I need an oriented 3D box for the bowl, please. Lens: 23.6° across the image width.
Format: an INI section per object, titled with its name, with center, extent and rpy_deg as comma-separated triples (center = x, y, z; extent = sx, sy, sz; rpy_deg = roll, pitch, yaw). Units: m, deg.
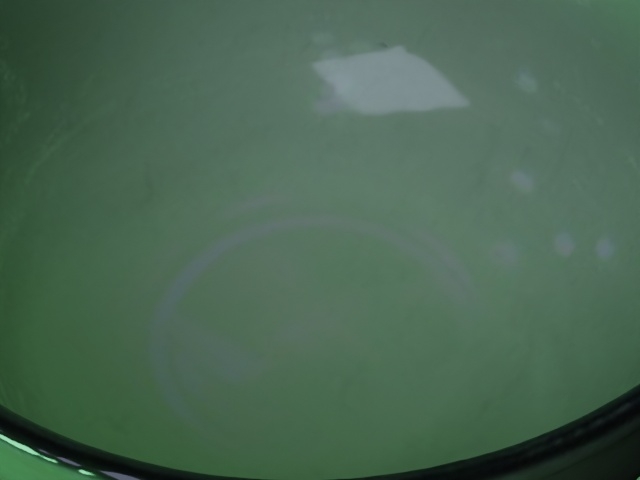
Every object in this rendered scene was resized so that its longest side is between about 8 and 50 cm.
[bowl]
center = 0.000, 0.000, 0.605
extent = 0.354, 0.354, 0.185
rpy_deg = 20, 142, 18
